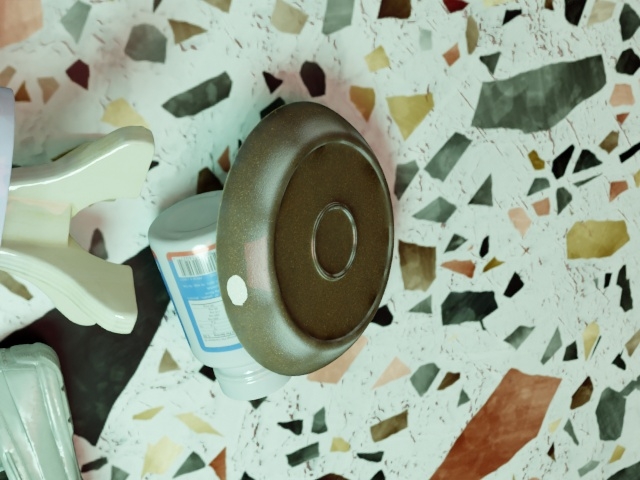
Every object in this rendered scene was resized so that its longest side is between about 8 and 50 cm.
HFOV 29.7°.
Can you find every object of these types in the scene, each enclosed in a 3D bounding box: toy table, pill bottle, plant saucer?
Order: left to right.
[{"bbox_3d":[-0.269,-0.018,1.181,0.160,0.252,0.274,6,143,-22],"label":"toy table"},{"bbox_3d":[-0.103,0.066,1.359,0.124,0.124,0.222,-26,119,-18],"label":"pill bottle"},{"bbox_3d":[0.000,0.000,1.351,0.310,0.050,0.311,-8,100,-53],"label":"plant saucer"}]

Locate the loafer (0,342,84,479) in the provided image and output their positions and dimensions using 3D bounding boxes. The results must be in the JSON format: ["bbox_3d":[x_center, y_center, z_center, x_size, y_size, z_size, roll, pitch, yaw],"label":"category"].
[{"bbox_3d":[-0.313,0.271,1.318,0.111,0.112,0.320,-12,96,-11],"label":"loafer"}]
